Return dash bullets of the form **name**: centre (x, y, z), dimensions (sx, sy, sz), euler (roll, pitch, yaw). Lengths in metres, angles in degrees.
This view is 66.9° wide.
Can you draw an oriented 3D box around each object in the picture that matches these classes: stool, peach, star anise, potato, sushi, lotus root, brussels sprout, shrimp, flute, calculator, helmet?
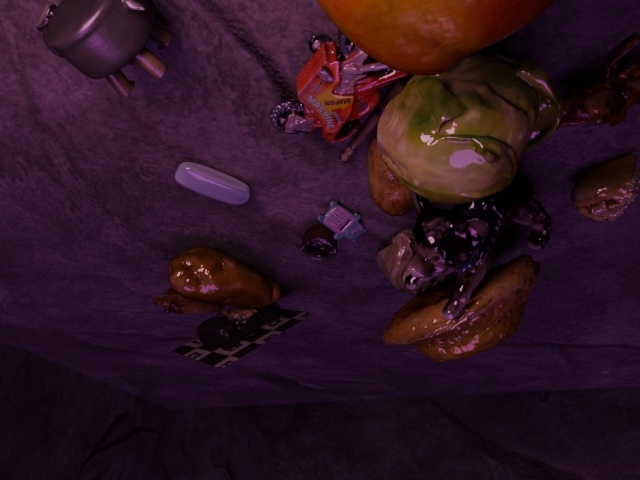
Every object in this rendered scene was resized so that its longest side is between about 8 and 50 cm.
- **stool**: centre (-0.330, -0.324, 0.753), dimensions (0.228, 0.153, 0.139), euler (33, 175, 40)
- **peach**: centre (0.111, -0.354, 0.526), dimensions (0.332, 0.307, 0.308), euler (48, 134, -9)
- **star anise**: centre (0.498, -0.248, 0.835), dimensions (0.213, 0.111, 0.196), euler (-31, 166, -2)
- **potato**: centre (-0.274, 0.116, 1.425), dimensions (0.196, 0.176, 0.369), euler (-35, 142, 29)
- **sushi**: centre (-0.253, 0.244, 1.520), dimensions (0.297, 0.099, 0.373), euler (-1, -163, 46)
- **lotus root**: centre (0.157, -0.133, 1.056), dimensions (0.110, 0.097, 0.258), euler (-4, 144, 15)
- **brussels sprout**: centre (0.235, -0.191, 0.806), dimensions (0.295, 0.259, 0.227), euler (5, 144, 34)
- **shrimp**: centre (-0.394, 0.163, 1.457), dimensions (0.062, 0.154, 0.294), euler (-46, 162, 17)
- **flute**: centre (0.101, -0.231, 0.964), dimensions (0.027, 0.027, 0.233), euler (16, 145, -21)
- **calculator**: centre (0.058, -0.044, 1.236), dimensions (0.141, 0.019, 0.094), euler (35, 104, -34)
- **helmet**: centre (0.000, 0.000, 1.299), dimensions (0.098, 0.070, 0.123), euler (8, 157, 4)

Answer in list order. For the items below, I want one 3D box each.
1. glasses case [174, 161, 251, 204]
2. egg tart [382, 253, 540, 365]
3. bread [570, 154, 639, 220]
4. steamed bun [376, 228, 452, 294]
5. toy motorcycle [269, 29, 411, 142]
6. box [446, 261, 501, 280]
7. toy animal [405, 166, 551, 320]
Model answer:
- **glasses case**: centre (-0.249, -0.131, 1.127), dimensions (0.179, 0.045, 0.067), euler (20, 144, -27)
- **egg tart**: centre (0.374, 0.195, 1.260), dimensions (0.444, 0.178, 0.443), euler (-27, 175, -2)
- **bread**: centre (0.614, -0.115, 1.061), dimensions (0.111, 0.103, 0.156), euler (9, 144, 11)
- **steamed bun**: centre (0.268, 0.071, 1.326), dimensions (0.218, 0.144, 0.211), euler (3, 147, -3)
- **toy motorcycle**: centre (0.039, -0.269, 0.847), dimensions (0.171, 0.089, 0.298), euler (21, 143, -30)
- **box**: centre (0.511, 0.118, 1.488), dimensions (0.246, 0.035, 0.139), euler (19, 144, -25)
- **toy animal**: centre (0.305, -0.044, 1.018), dimensions (0.344, 0.194, 0.302), euler (-38, 133, -16)
